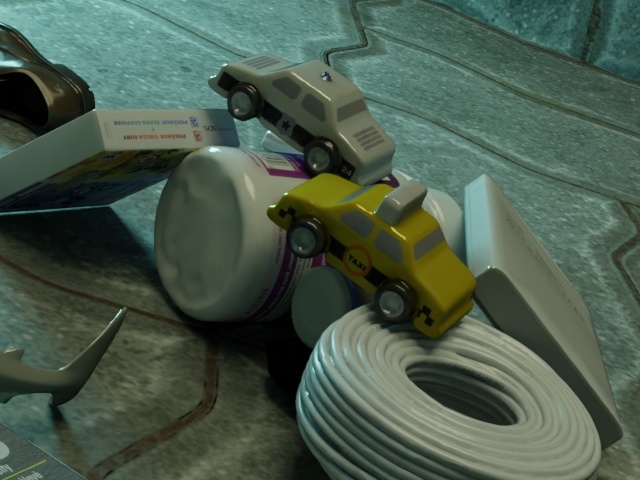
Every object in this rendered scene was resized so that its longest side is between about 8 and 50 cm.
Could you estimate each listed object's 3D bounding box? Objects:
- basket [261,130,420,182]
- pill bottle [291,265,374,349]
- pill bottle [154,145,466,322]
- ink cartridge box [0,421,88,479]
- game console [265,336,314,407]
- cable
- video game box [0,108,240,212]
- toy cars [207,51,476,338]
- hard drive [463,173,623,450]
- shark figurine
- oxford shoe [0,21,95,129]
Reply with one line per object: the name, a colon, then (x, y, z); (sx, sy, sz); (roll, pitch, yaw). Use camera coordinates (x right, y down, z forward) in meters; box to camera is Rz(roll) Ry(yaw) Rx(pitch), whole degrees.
basket: (0.011, -0.050, 1.622); (0.167, 0.103, 0.113); (23, 12, 16)
pill bottle: (0.048, 0.064, 1.323); (0.137, 0.078, 0.078); (3, 28, -40)
pill bottle: (0.000, 0.000, 1.421); (0.301, 0.169, 0.169); (4, 27, -39)
ink cartridge box: (-0.253, 0.193, 0.842); (0.307, 0.072, 0.303); (30, 22, 17)
game console: (0.123, 0.148, 1.351); (0.213, 0.044, 0.361); (37, 25, 34)
cable: (0.108, 0.148, 1.159); (0.257, 0.089, 0.257); (34, 25, 28)
video game box: (-0.214, -0.077, 1.398); (0.187, 0.205, 0.048); (-11, 82, -52)
toy cars: (0.025, -0.071, 1.287); (0.176, 0.087, 0.394); (12, 32, -30)
hard drive: (0.213, 0.060, 1.408); (0.203, 0.040, 0.307); (52, 15, -11)
shark figurine: (-0.282, 0.058, 1.033); (0.278, 0.116, 0.166); (13, 3, -10)
oxford shoe: (-0.378, -0.199, 1.663); (0.227, 0.083, 0.096); (28, 26, 19)
